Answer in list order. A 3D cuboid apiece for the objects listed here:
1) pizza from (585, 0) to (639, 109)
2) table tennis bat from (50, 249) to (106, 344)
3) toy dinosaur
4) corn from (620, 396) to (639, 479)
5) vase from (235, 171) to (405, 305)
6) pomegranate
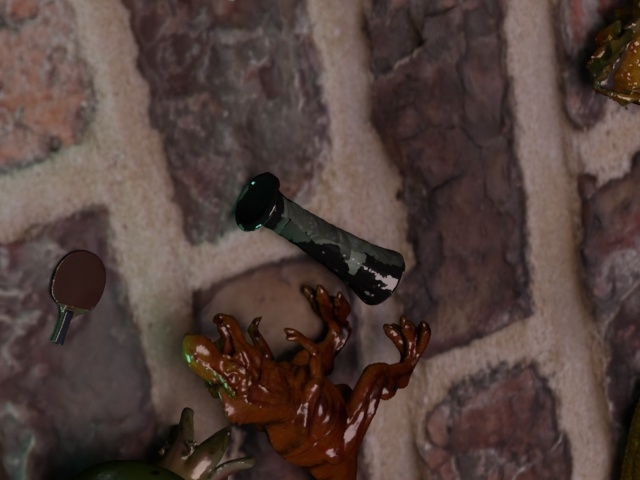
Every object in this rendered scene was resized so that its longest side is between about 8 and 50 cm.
[{"bbox_3d":[0.396,-0.206,1.818,0.251,0.074,0.287,45,77,-31],"label":"pizza"},{"bbox_3d":[-0.211,0.049,1.519,0.050,0.007,0.083,21,87,-35],"label":"table tennis bat"},{"bbox_3d":[0.021,0.158,1.633,0.432,0.097,0.208,51,58,-42],"label":"toy dinosaur"},{"bbox_3d":[0.354,0.265,1.893,0.080,0.080,0.238,4,97,-34],"label":"corn"},{"bbox_3d":[0.000,0.000,1.615,0.167,0.059,0.059,32,83,-33],"label":"vase"},{"bbox_3d":[-0.145,0.251,1.522,0.224,0.181,0.181,-54,126,-38],"label":"pomegranate"}]
